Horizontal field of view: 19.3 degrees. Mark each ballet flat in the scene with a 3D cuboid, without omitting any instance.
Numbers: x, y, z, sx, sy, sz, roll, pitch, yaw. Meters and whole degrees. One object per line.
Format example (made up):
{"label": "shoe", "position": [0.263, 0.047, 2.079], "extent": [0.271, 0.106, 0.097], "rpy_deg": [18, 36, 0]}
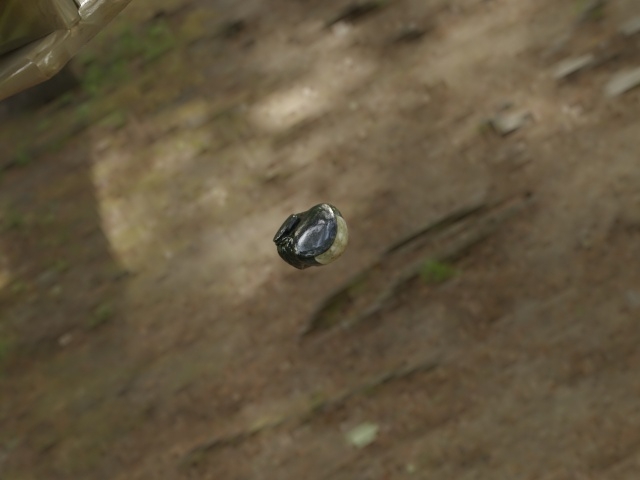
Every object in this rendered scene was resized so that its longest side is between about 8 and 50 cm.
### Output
{"label": "ballet flat", "position": [0.000, 0.000, 1.666], "extent": [0.057, 0.049, 0.173], "rpy_deg": [-57, 12, -6]}

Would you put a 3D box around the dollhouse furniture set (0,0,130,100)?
{"label": "dollhouse furniture set", "position": [-0.196, -0.287, 1.043], "extent": [0.394, 0.362, 0.256], "rpy_deg": [-19, 20, 29]}
